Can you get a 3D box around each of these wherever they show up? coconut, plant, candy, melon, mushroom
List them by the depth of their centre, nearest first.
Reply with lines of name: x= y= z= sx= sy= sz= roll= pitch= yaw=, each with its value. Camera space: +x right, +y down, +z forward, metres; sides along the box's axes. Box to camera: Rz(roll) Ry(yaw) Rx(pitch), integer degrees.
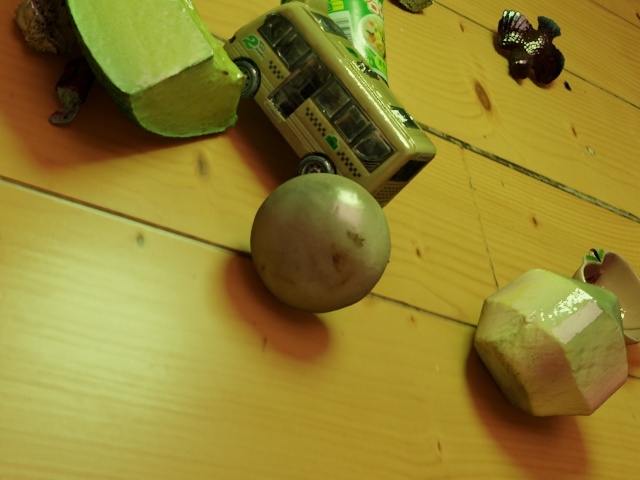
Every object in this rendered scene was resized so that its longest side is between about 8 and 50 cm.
candy: x=-0.362 y=-0.235 z=1.389 sx=0.175 sy=0.045 sz=0.043 roll=-84 pitch=153 yaw=-46
plant: x=-0.392 y=-0.343 z=1.396 sx=0.104 sy=0.122 sz=0.116 roll=8 pitch=41 yaw=-37
mushroom: x=0.000 y=0.000 z=1.403 sx=0.207 sy=0.207 sz=0.215 roll=41 pitch=6 yaw=-5
melon: x=-0.256 y=-0.347 z=1.413 sx=0.343 sy=0.226 sz=0.331 roll=57 pitch=27 yaw=15
coconut: x=0.390 y=0.161 z=1.556 sx=0.259 sy=0.259 sz=0.259 roll=24 pitch=43 yaw=-24

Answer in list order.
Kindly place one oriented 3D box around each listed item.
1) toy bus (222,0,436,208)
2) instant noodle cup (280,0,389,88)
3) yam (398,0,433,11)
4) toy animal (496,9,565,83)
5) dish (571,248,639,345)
toy bus: x=0.013 y=-0.224 z=1.550 sx=0.365 sy=0.202 sz=0.177 roll=52 pitch=21 yaw=12
instant noodle cup: x=0.041 y=-0.363 z=1.744 sx=0.207 sy=0.207 sz=0.233 roll=12 pitch=55 yaw=-34
yam: x=0.187 y=-0.656 z=2.183 sx=0.238 sy=0.129 sz=0.128 roll=66 pitch=8 yaw=23
toy animal: x=0.522 y=-0.473 z=2.316 sx=0.218 sy=0.116 sz=0.179 roll=43 pitch=37 yaw=-12
dish: x=0.553 y=0.120 z=1.840 sx=0.213 sy=0.090 sz=0.213 roll=24 pitch=46 yaw=-26
